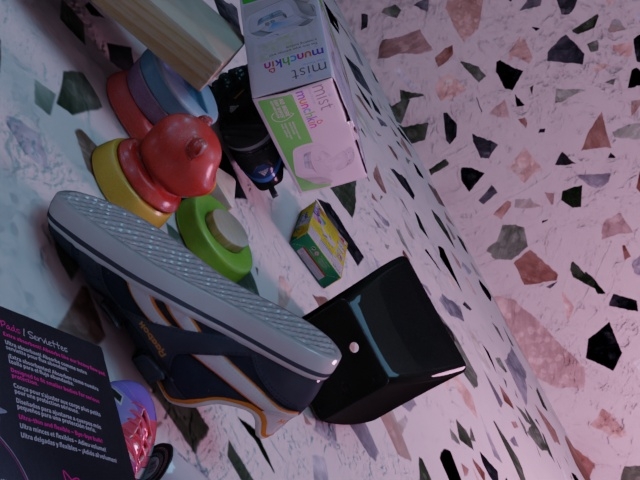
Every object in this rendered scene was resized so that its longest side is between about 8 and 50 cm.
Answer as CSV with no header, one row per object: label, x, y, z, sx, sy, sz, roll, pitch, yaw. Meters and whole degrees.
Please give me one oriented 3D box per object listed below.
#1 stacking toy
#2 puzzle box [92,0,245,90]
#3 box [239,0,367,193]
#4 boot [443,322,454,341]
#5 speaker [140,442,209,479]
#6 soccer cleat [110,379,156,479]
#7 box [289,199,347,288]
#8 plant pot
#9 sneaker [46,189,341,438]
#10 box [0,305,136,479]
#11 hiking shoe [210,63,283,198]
stacking toy,-0.149,-0.110,1.132,0.279,0.130,0.309,45,21,-37
puzzle box,-0.281,-0.368,1.143,0.409,0.052,0.272,40,16,-10
box,-0.021,-0.242,1.342,0.262,0.126,0.231,64,15,-59
boot,0.238,0.217,1.757,0.176,0.088,0.244,50,15,-30
speaker,-0.107,0.240,0.763,0.136,0.055,0.055,51,18,-26
soccer cleat,-0.163,0.168,0.655,0.083,0.095,0.248,56,17,-7
box,0.000,0.000,1.524,0.105,0.043,0.179,54,19,-14
plant pot,0.056,0.150,1.200,0.167,0.187,0.188,-6,65,-59
sneaker,-0.146,0.079,0.849,0.321,0.128,0.126,33,12,0
box,-0.234,0.113,0.429,0.247,0.163,0.142,38,23,-51
hiking shoe,-0.119,-0.199,1.466,0.304,0.113,0.132,-94,168,-53
